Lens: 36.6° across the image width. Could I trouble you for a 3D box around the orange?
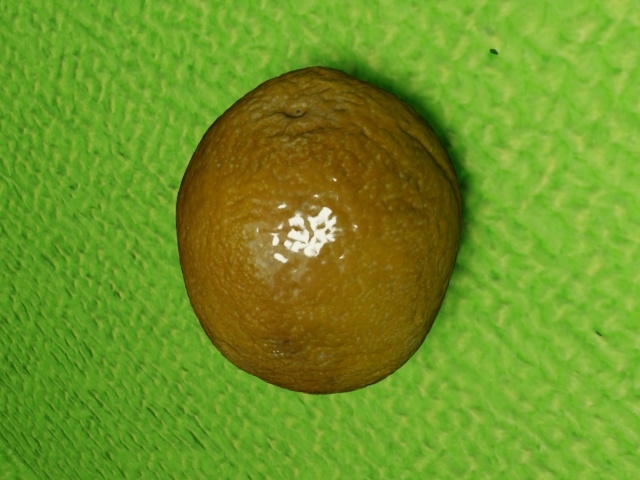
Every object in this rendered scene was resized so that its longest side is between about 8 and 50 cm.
[{"bbox_3d":[0.000,0.000,1.064,0.322,0.322,0.357,27,141,28],"label":"orange"}]
